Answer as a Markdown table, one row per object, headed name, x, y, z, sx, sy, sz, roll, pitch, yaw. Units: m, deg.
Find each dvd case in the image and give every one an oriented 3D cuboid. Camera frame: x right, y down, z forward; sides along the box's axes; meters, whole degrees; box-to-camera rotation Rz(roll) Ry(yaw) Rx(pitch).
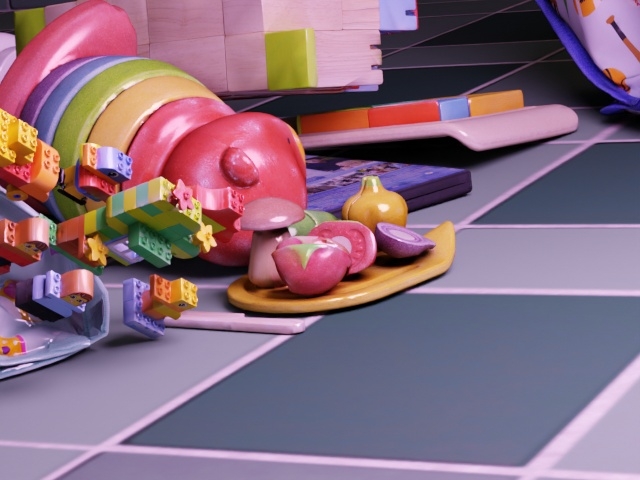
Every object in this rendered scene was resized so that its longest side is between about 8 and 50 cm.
| name | x | y | z | sx | sy | sz | roll | pitch | yaw |
| --- | --- | --- | --- | --- | --- | --- | --- | --- | --- |
| dvd case | -0.023 | -0.040 | 1.618 | 0.180 | 0.022 | 0.253 | -18 | 17 | -37 |

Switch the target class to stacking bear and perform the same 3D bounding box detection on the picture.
| name | x | y | z | sx | sy | sz | roll | pitch | yaw |
| --- | --- | --- | --- | --- | --- | --- | --- | --- | --- |
| stacking bear | -0.119 | -0.061 | 1.479 | 0.164 | 0.175 | 0.289 | -35 | 34 | -27 |

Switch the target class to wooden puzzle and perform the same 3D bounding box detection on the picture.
| name | x | y | z | sx | sy | sz | roll | pitch | yaw |
| --- | --- | --- | --- | --- | --- | --- | --- | --- | --- |
| wooden puzzle | 0.089 | -0.113 | 1.789 | 0.239 | 0.044 | 0.221 | 2 | 9 | 33 |

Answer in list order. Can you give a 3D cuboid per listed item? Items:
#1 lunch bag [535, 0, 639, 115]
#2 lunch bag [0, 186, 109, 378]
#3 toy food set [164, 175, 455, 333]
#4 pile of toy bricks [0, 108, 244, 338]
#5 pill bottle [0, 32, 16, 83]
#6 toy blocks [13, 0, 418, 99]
| name | x | y | z | sx | sy | sz | roll | pitch | yaw |
| --- | --- | --- | --- | --- | --- | --- | --- | --- | --- |
| lunch bag | 0.399 | -0.254 | 1.841 | 0.328 | 0.239 | 0.385 | -8 | 35 | -12 |
| lunch bag | -0.288 | 0.004 | 1.246 | 0.262 | 0.160 | 0.223 | 25 | -8 | -35 |
| toy food set | 0.000 | 0.000 | 1.316 | 0.128 | 0.071 | 0.218 | 4 | 17 | 41 |
| pile of toy bricks | -0.117 | -0.011 | 1.174 | 0.105 | 0.118 | 0.212 | -19 | -31 | 29 |
| pill bottle | -0.393 | -0.179 | 2.210 | 0.121 | 0.121 | 0.216 | -17 | 17 | -40 |
| toy blocks | -0.059 | -0.181 | 1.758 | 0.381 | 0.191 | 0.261 | -1 | 5 | 45 |
